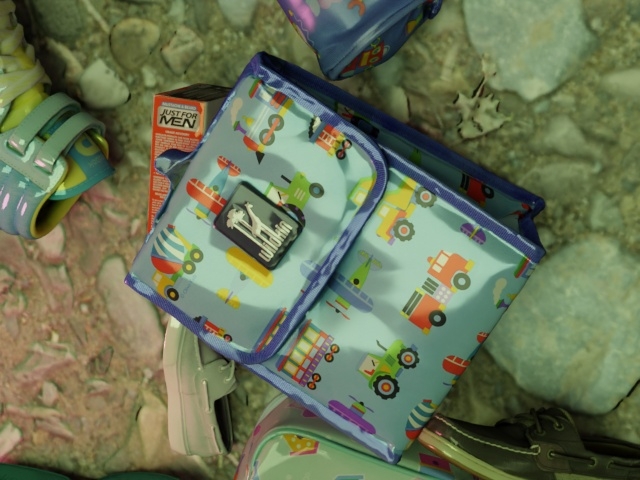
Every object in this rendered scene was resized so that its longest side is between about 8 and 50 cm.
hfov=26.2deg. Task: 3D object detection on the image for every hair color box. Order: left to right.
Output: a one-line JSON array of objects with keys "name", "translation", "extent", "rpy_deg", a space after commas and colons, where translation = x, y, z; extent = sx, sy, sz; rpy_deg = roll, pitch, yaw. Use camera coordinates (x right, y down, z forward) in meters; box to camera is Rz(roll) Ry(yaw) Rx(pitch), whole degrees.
[{"name": "hair color box", "translation": [-0.108, -0.047, 1.196], "extent": [0.053, 0.093, 0.167], "rpy_deg": [11, 105, 17]}]

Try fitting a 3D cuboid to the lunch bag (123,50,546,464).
[{"name": "lunch bag", "translation": [0.000, 0.000, 1.112], "extent": [0.293, 0.138, 0.221], "rpy_deg": [31, 111, -3]}]

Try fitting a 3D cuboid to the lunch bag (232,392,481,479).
[{"name": "lunch bag", "translation": [0.016, 0.282, 1.205], "extent": [0.224, 0.108, 0.279], "rpy_deg": [18, 112, -4]}]

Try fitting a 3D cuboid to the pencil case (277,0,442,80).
[{"name": "pencil case", "translation": [-0.016, -0.281, 1.095], "extent": [0.133, 0.119, 0.306], "rpy_deg": [-32, 90, 2]}]

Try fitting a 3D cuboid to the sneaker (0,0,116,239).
[{"name": "sneaker", "translation": [-0.268, -0.148, 1.218], "extent": [0.208, 0.127, 0.319], "rpy_deg": [19, 118, 17]}]

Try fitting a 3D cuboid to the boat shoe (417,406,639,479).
[{"name": "boat shoe", "translation": [0.181, 0.169, 1.112], "extent": [0.223, 0.080, 0.073], "rpy_deg": [22, 92, -25]}]

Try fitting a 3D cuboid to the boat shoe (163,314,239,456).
[{"name": "boat shoe", "translation": [-0.104, 0.123, 1.235], "extent": [0.063, 0.066, 0.184], "rpy_deg": [7, 119, 8]}]

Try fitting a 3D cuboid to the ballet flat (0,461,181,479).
[{"name": "ballet flat", "translation": [-0.230, 0.270, 1.323], "extent": [0.280, 0.095, 0.096], "rpy_deg": [1, 113, 30]}]
